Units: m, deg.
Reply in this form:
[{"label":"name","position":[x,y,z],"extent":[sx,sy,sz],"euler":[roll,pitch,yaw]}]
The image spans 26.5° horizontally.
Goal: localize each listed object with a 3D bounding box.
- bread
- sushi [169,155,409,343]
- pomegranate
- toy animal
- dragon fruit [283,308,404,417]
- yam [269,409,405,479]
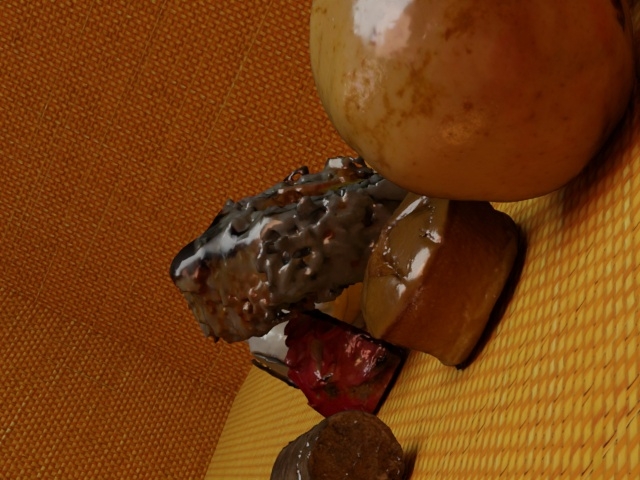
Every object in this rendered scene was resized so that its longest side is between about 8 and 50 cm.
[{"label":"bread","position":[0.130,0.029,1.539],"extent":[0.195,0.142,0.270],"euler":[-62,3,17]},{"label":"sushi","position":[0.004,-0.001,1.884],"extent":[0.417,0.176,0.417],"euler":[-19,9,3]},{"label":"pomegranate","position":[0.154,-0.178,1.370],"extent":[0.342,0.342,0.342],"euler":[-63,4,9]},{"label":"toy animal","position":[-0.010,0.100,2.406],"extent":[0.247,0.183,0.310],"euler":[3,66,49]},{"label":"dragon fruit","position":[0.029,0.184,1.935],"extent":[0.261,0.163,0.189],"euler":[140,129,-78]},{"label":"yam","position":[0.015,0.271,1.570],"extent":[0.128,0.129,0.238],"euler":[-32,-9,-20]}]
